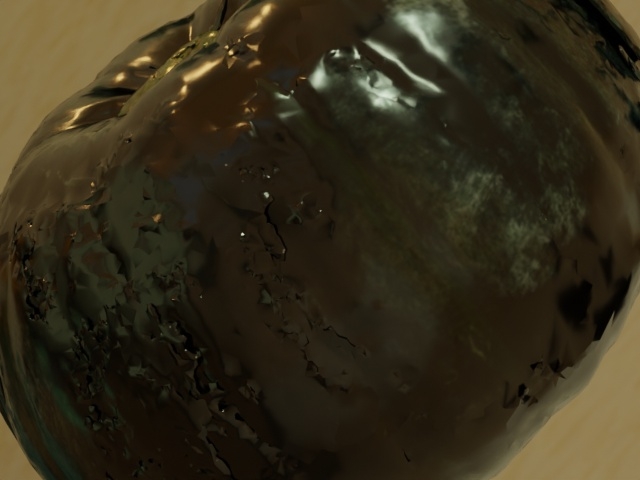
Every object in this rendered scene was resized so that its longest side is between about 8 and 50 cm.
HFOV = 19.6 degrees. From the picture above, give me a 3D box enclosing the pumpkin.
[{"bbox_3d":[0.000,0.000,0.580,0.163,0.233,0.233,49,4,-14],"label":"pumpkin"}]
